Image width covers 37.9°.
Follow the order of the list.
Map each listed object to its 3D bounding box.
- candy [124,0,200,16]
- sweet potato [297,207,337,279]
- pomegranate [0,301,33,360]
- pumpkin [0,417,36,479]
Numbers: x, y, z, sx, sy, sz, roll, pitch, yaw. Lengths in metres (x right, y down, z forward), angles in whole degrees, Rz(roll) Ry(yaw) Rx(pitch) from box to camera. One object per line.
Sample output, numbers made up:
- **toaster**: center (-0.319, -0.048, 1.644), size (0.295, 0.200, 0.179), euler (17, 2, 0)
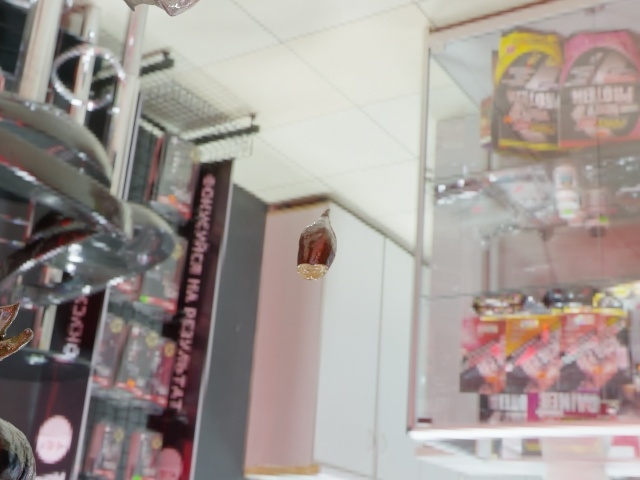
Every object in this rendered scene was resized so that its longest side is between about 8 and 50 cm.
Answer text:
- **candy**: center (-0.273, -0.429, 1.004), size (0.427, 0.186, 0.386), euler (41, -174, -16)
- **sweet potato**: center (0.000, 0.000, 1.158), size (0.049, 0.117, 0.049), euler (8, 136, 8)
- **pomegranate**: center (-0.490, 0.175, 1.075), size (0.341, 0.260, 0.260), euler (-34, 156, -2)
- **pumpkin**: center (-0.570, 0.371, 1.491), size (0.221, 0.161, 0.220), euler (-13, 138, -12)
